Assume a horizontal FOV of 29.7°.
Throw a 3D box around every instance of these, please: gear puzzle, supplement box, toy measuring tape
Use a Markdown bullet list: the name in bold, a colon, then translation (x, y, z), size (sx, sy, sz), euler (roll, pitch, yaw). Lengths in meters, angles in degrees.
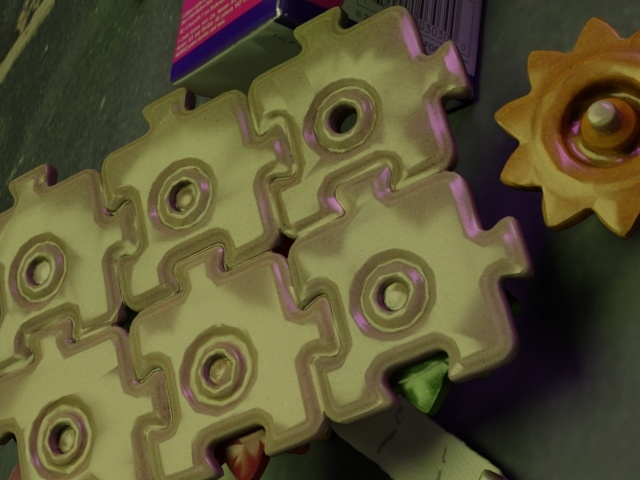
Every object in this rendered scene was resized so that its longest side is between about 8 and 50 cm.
- **gear puzzle**: translation (0.000, 0.000, 0.496), size (0.339, 0.044, 0.175), euler (-25, 63, 20)
- **supplement box**: translation (0.013, -0.173, 0.610), size (0.114, 0.111, 0.220), euler (-18, 58, 55)
- **toy measuring tape**: translation (-0.035, 0.051, 0.565), size (0.330, 0.121, 0.121), euler (36, 106, 59)
